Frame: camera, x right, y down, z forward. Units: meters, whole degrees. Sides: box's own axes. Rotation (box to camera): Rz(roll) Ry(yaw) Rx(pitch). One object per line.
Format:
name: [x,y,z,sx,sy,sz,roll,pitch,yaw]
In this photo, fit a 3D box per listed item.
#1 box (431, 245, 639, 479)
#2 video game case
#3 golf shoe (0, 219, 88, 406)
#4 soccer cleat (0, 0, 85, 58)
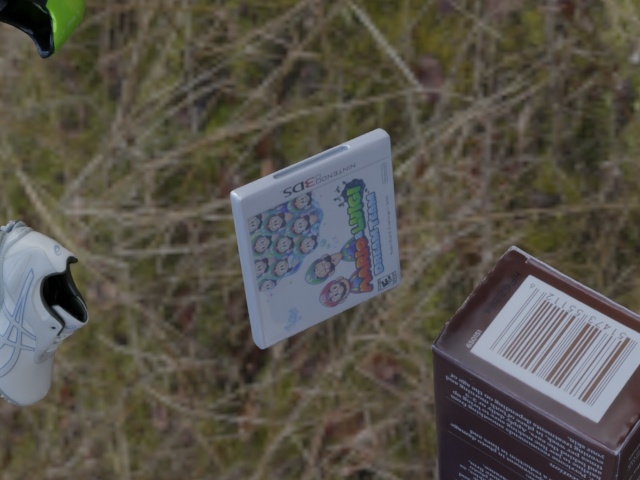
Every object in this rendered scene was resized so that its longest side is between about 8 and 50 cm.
box: [0.221,0.195,1.423,0.191,0.143,0.381,30,151,23]
video game case: [0.000,0.000,1.241,0.019,0.143,0.157,42,148,45]
golf shoe: [-0.229,0.071,1.227,0.086,0.069,0.176,16,128,22]
soccer cleat: [-0.250,-0.201,1.089,0.060,0.179,0.072,-29,35,47]
